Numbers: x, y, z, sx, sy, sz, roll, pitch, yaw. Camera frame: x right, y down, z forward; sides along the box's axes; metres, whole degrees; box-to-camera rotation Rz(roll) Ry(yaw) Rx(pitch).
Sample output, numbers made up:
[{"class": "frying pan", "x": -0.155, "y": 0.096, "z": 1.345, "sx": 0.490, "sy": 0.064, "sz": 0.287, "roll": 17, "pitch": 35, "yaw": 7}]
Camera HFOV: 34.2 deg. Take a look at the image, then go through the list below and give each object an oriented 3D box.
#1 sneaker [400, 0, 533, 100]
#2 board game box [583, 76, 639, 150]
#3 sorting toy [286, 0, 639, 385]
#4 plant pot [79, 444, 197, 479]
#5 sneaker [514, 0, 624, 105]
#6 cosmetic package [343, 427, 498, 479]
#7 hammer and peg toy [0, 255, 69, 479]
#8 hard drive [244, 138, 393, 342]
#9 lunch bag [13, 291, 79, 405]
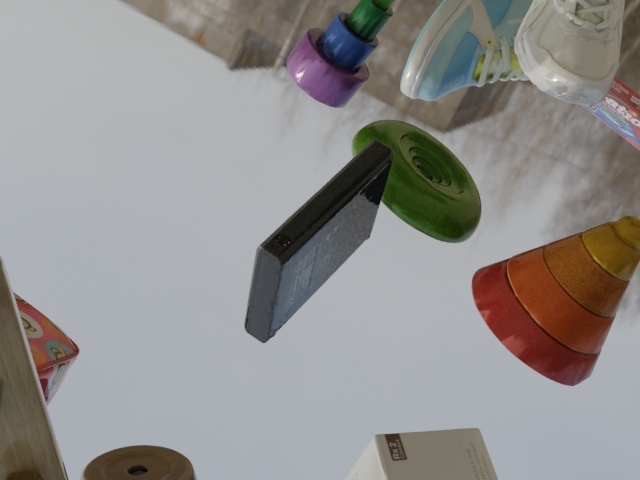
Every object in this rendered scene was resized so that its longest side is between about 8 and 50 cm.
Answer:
[{"class": "sneaker", "x": 0.256, "y": -0.239, "z": 1.322, "sx": 0.208, "sy": 0.127, "sz": 0.319, "roll": 35, "pitch": -127, "yaw": 16}, {"class": "board game box", "x": 0.438, "y": -0.236, "z": 1.645, "sx": 0.281, "sy": 0.027, "sz": 0.145, "roll": 37, "pitch": 176, "yaw": 0}, {"class": "sorting toy", "x": 0.124, "y": -0.064, "z": 0.822, "sx": 0.365, "sy": 0.126, "sz": 0.127, "roll": 51, "pitch": -149, "yaw": 16}, {"class": "plant pot", "x": -0.249, "y": 0.412, "z": 1.416, "sx": 0.263, "sy": 0.229, "sz": 0.263, "roll": 0, "pitch": -164, "yaw": 0}, {"class": "sneaker", "x": 0.231, "y": -0.223, "z": 0.913, "sx": 0.090, "sy": 0.115, "sz": 0.232, "roll": 12, "pitch": -125, "yaw": -4}, {"class": "cosmetic package", "x": 0.120, "y": 0.344, "z": 1.284, "sx": 0.152, "sy": 0.183, "sz": 0.151, "roll": 1, "pitch": -129, "yaw": -24}, {"class": "hammer and peg toy", "x": -0.352, "y": 0.192, "z": 0.857, "sx": 0.266, "sy": 0.361, "sz": 0.127, "roll": -11, "pitch": -153, "yaw": -7}, {"class": "hard drive", "x": 0.000, "y": 0.000, "z": 0.724, "sx": 0.022, "sy": 0.094, "sz": 0.135, "roll": 33, "pitch": -129, "yaw": 17}, {"class": "lunch bag", "x": -0.426, "y": 0.095, "z": 1.123, "sx": 0.293, "sy": 0.120, "sz": 0.258, "roll": 33, "pitch": -175, "yaw": 5}]
